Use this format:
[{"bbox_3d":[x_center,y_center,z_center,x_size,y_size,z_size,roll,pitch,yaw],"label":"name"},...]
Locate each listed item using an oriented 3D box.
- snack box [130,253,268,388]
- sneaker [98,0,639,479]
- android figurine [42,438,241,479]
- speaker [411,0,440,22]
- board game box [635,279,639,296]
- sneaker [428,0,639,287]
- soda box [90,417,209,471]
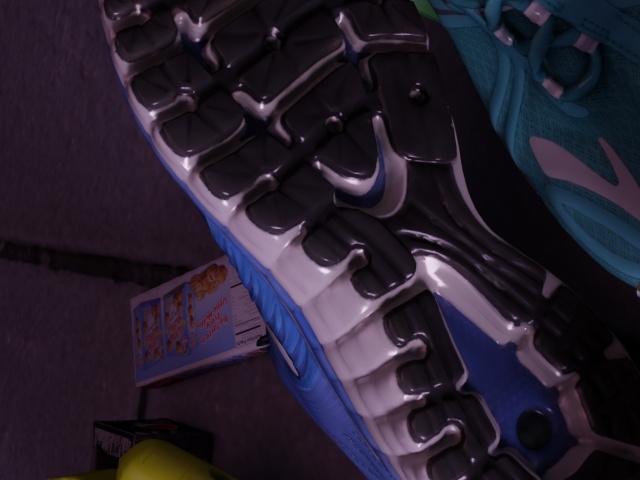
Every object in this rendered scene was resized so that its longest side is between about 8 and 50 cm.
[{"bbox_3d":[-0.066,0.047,0.661,0.178,0.022,0.064,-23,67,45],"label":"snack box"},{"bbox_3d":[0.000,0.000,0.452,0.330,0.130,0.147,60,156,5],"label":"sneaker"},{"bbox_3d":[-0.104,0.235,0.584,0.273,0.056,0.248,23,97,28],"label":"android figurine"},{"bbox_3d":[0.116,-0.228,0.405,0.296,0.131,0.131,-52,49,35],"label":"speaker"},{"bbox_3d":[0.241,-0.107,0.205,0.233,0.078,0.347,15,78,50],"label":"board game box"},{"bbox_3d":[0.055,-0.099,0.336,0.107,0.110,0.275,-35,80,39],"label":"sneaker"},{"bbox_3d":[-0.116,0.202,0.665,0.053,0.060,0.169,4,88,51],"label":"soda box"}]
